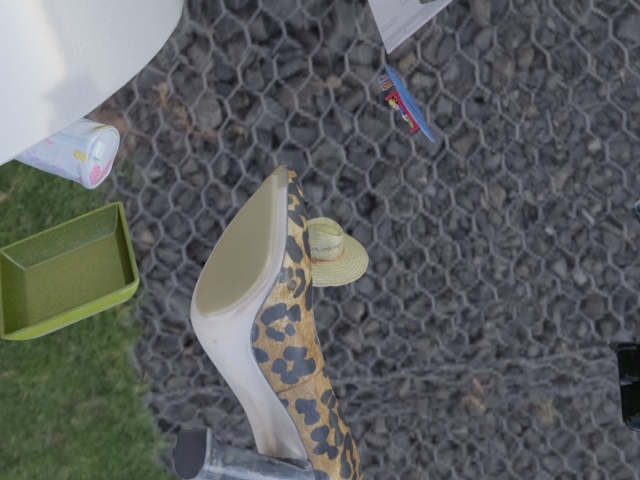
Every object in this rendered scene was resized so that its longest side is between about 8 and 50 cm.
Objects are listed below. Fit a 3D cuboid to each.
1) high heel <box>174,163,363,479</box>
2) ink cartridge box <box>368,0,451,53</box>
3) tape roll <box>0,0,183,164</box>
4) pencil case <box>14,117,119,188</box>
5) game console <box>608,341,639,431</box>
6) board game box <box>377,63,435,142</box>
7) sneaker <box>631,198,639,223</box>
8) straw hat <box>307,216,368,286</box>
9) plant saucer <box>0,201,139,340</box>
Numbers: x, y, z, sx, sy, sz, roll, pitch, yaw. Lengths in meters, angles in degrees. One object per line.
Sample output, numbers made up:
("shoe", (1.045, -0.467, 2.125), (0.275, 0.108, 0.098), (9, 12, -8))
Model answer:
("high heel", (-0.014, 0.085, 0.825), (0.093, 0.261, 0.186), (-3, 158, 43))
("ink cartridge box", (0.192, -0.510, 1.784), (0.066, 0.261, 0.296), (2, 151, -46))
("tape roll", (-0.189, -0.133, 0.366), (0.246, 0.246, 0.169), (-8, 125, 9))
("pencil case", (-0.472, -0.183, 1.685), (0.273, 0.113, 0.124), (23, 153, 6))
("game console", (0.300, 0.115, 0.817), (0.122, 0.107, 0.071), (-1, 147, 10))
("board game box", (0.150, -0.239, 1.839), (0.033, 0.169, 0.133), (-32, 138, 15))
("sneaker", (0.454, -0.056, 1.187), (0.071, 0.083, 0.190), (39, 150, -26))
("straw hat", (0.000, 0.000, 1.461), (0.144, 0.144, 0.061), (4, 131, 0))
("plant saucer", (-0.332, 0.048, 1.353), (0.188, 0.188, 0.045), (-23, 131, -2))
